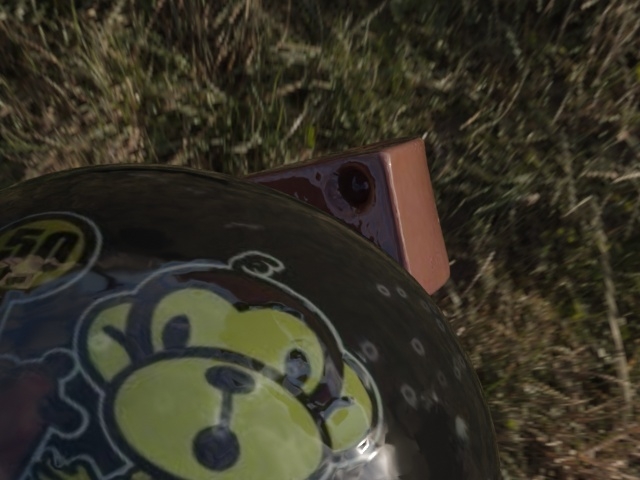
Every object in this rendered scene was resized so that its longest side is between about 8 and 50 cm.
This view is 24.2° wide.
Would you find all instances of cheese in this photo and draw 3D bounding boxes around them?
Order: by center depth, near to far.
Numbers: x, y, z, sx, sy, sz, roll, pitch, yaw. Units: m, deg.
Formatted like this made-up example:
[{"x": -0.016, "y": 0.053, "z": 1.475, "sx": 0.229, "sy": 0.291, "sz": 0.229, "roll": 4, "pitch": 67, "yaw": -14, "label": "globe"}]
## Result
[{"x": 0.026, "y": -0.007, "z": 1.165, "sx": 0.203, "sy": 0.177, "sz": 0.128, "roll": -11, "pitch": 95, "yaw": 37, "label": "cheese"}]

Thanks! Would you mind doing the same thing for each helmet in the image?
[{"x": -0.042, "y": 0.057, "z": 0.481, "sx": 0.230, "sy": 0.279, "sz": 0.160, "roll": 18, "pitch": 102, "yaw": 3, "label": "helmet"}]
